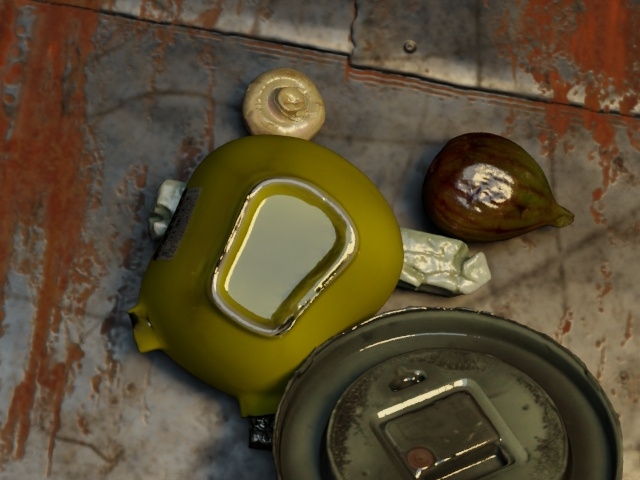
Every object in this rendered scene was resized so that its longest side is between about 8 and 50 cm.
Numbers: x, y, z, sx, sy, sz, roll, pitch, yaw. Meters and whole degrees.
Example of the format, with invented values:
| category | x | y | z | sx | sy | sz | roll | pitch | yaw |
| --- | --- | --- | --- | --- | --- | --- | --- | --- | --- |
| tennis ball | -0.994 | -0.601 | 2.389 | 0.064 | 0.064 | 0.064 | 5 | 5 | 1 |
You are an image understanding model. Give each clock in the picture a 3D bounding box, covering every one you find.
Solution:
| category | x | y | z | sx | sy | sz | roll | pitch | yaw |
| --- | --- | --- | --- | --- | --- | --- | --- | --- | --- |
| clock | 0.110 | 0.193 | 1.634 | 0.312 | 0.061 | 0.313 | 0 | 47 | 0 |

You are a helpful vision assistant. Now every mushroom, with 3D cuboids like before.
| category | x | y | z | sx | sy | sz | roll | pitch | yaw |
| --- | --- | --- | --- | --- | --- | --- | --- | --- | --- |
| mushroom | -0.036 | -0.131 | 1.827 | 0.083 | 0.067 | 0.084 | 5 | 73 | -15 |

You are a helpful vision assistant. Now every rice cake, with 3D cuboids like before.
| category | x | y | z | sx | sy | sz | roll | pitch | yaw |
| --- | --- | --- | --- | --- | --- | --- | --- | --- | --- |
| rice cake | 0.000 | 0.000 | 1.799 | 0.336 | 0.066 | 0.063 | 10 | 84 | -5 |

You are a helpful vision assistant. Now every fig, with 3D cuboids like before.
| category | x | y | z | sx | sy | sz | roll | pitch | yaw |
| --- | --- | --- | --- | --- | --- | --- | --- | --- | --- |
| fig | 0.178 | -0.041 | 1.823 | 0.154 | 0.103 | 0.109 | 27 | 104 | -9 |

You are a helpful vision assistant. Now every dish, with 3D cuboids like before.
| category | x | y | z | sx | sy | sz | roll | pitch | yaw |
| --- | --- | --- | --- | --- | --- | --- | --- | --- | --- |
| dish | -0.046 | 0.023 | 1.703 | 0.221 | 0.108 | 0.262 | 34 | 81 | -1 |

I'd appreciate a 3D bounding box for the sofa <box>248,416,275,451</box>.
| category | x | y | z | sx | sy | sz | roll | pitch | yaw |
| --- | --- | --- | --- | --- | --- | --- | --- | --- | --- |
| sofa | -0.034 | 0.142 | 1.767 | 0.060 | 0.039 | 0.118 | 8 | 72 | -4 |
